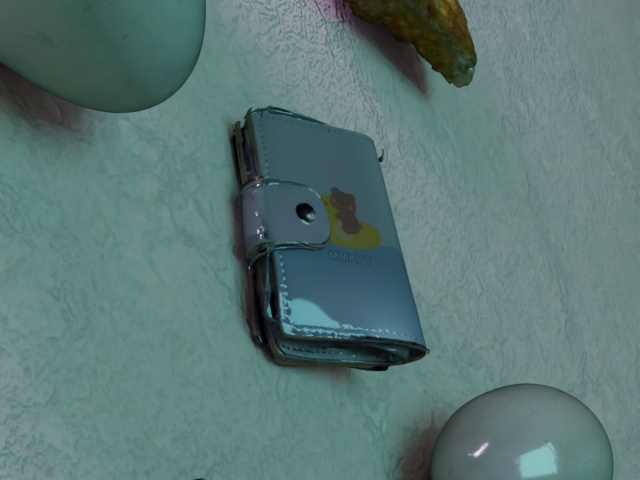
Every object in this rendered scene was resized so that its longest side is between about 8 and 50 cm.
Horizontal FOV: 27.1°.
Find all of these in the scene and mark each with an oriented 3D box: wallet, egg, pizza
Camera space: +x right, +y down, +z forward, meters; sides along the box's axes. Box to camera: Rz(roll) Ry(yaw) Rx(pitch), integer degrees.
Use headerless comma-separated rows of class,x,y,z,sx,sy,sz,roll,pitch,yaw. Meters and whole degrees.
wallet,0.000,0.000,1.161,0.170,0.069,0.231,10,55,-33
egg,-0.179,-0.205,0.921,0.264,0.183,0.183,56,32,-24
pizza,0.074,-0.327,1.490,0.268,0.087,0.257,35,38,-41
egg,0.179,0.207,1.206,0.209,0.151,0.151,-5,73,-52

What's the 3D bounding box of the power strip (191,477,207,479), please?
power strip,-0.051,0.218,0.974,0.136,0.019,0.051,37,39,-38
